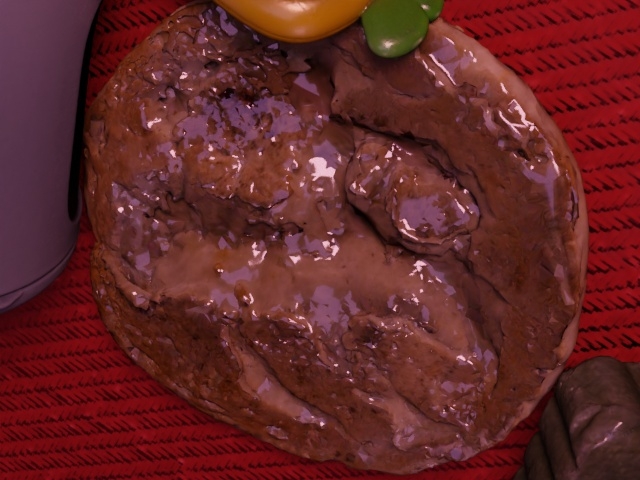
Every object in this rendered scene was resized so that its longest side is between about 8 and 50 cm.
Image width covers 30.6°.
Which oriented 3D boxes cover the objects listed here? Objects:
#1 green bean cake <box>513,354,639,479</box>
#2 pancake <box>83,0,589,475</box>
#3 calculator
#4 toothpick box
[{"bbox_3d":[0.226,0.175,0.790,0.183,0.094,0.185,10,120,-10],"label":"green bean cake"},{"bbox_3d":[0.001,0.000,0.821,0.387,0.082,0.386,9,113,20],"label":"pancake"},{"bbox_3d":[-0.022,-0.199,0.723,0.235,0.146,0.032,39,159,13],"label":"calculator"},{"bbox_3d":[-0.261,-0.143,0.727,0.263,0.263,0.354,22,123,8],"label":"toothpick box"}]
